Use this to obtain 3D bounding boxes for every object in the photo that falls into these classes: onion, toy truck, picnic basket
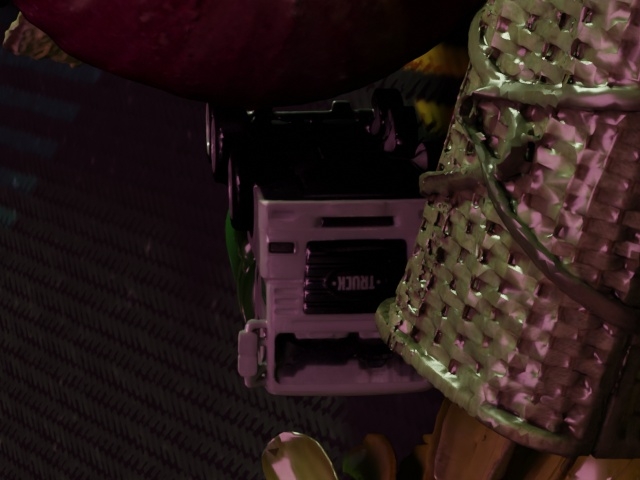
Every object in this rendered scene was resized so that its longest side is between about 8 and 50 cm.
[{"bbox_3d":[-0.029,-0.174,0.902,0.272,0.256,0.230,-29,-38,-81],"label":"onion"},{"bbox_3d":[0.000,0.000,0.935,0.242,0.101,0.125,-116,26,-75],"label":"toy truck"},{"bbox_3d":[0.122,-0.028,0.752,0.134,0.154,0.196,43,122,51],"label":"picnic basket"}]

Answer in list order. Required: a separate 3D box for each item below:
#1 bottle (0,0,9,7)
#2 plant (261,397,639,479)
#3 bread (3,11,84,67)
[{"bbox_3d":[-0.251,-0.221,1.394,0.271,0.143,0.156,0,61,56],"label":"bottle"},{"bbox_3d":[0.046,0.217,0.825,0.306,0.297,0.261,-10,109,42],"label":"plant"},{"bbox_3d":[-0.111,-0.242,1.170,0.240,0.135,0.178,-60,40,39],"label":"bread"}]
